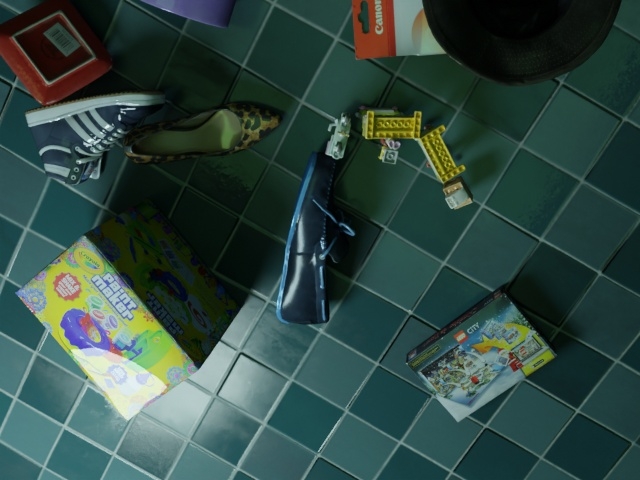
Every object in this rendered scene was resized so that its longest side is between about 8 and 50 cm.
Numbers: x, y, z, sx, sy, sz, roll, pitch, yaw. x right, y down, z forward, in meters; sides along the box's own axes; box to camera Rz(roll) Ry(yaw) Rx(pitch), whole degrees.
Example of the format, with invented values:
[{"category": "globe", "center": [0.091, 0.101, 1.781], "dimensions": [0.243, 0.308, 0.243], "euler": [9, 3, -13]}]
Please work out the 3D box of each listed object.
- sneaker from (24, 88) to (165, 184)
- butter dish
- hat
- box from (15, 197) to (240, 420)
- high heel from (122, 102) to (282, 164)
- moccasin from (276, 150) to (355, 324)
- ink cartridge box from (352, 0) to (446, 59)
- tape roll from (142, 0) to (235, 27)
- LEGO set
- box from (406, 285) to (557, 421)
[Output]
[{"category": "sneaker", "center": [-0.401, -0.188, 1.321], "dimensions": [0.282, 0.099, 0.153], "euler": [-7, 100, 18]}, {"category": "butter dish", "center": [-0.483, -0.327, 1.293], "dimensions": [0.160, 0.118, 0.160], "euler": [-40, 97, -24]}, {"category": "hat", "center": [0.306, -0.408, 1.137], "dimensions": [0.331, 0.134, 0.331], "euler": [1, 96, 6]}, {"category": "box", "center": [-0.330, 0.110, 1.304], "dimensions": [0.177, 0.279, 0.290], "euler": [-36, 97, 16]}, {"category": "high heel", "center": [-0.204, -0.180, 1.249], "dimensions": [0.261, 0.186, 0.093], "euler": [-7, 105, 11]}, {"category": "moccasin", "center": [0.000, 0.000, 1.316], "dimensions": [0.116, 0.138, 0.342], "euler": [11, 121, 1]}, {"category": "ink cartridge box", "center": [0.142, -0.386, 1.213], "dimensions": [0.179, 0.045, 0.145], "euler": [-3, 105, 7]}, {"category": "tape roll", "center": [-0.231, -0.422, 1.183], "dimensions": [0.189, 0.189, 0.080], "euler": [23, 107, 2]}, {"category": "LEGO set", "center": [0.150, -0.165, 1.251], "dimensions": [0.287, 0.107, 0.132], "euler": [20, 105, -18]}, {"category": "box", "center": [0.302, 0.217, 1.360], "dimensions": [0.233, 0.044, 0.159], "euler": [-39, 97, 17]}]
